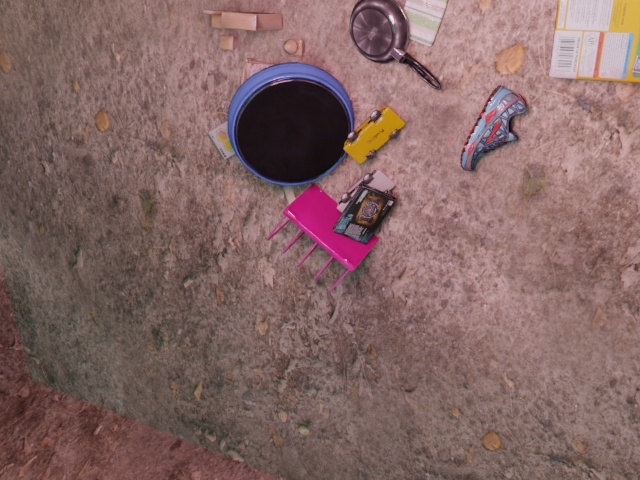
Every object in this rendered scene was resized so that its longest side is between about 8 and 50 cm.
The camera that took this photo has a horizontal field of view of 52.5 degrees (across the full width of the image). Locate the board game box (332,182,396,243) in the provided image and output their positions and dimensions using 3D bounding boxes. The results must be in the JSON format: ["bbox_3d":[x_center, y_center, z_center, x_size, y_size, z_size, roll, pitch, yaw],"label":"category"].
[{"bbox_3d":[0.137,-0.083,2.055,0.126,0.026,0.186,22,119,-20],"label":"board game box"}]

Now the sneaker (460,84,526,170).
[{"bbox_3d":[0.481,-0.291,1.806,0.125,0.104,0.261,29,126,9],"label":"sneaker"}]

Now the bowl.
[{"bbox_3d":[-0.087,-0.341,1.972,0.391,0.077,0.391,-4,126,-6],"label":"bowl"}]

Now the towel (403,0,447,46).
[{"bbox_3d":[0.282,-0.624,1.780,0.113,0.023,0.152,25,123,11],"label":"towel"}]

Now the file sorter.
[{"bbox_3d":[0.000,0.000,2.165,0.291,0.202,0.182,41,131,2],"label":"file sorter"}]

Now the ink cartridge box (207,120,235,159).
[{"bbox_3d":[-0.309,-0.351,2.218,0.209,0.062,0.109,-21,106,35],"label":"ink cartridge box"}]

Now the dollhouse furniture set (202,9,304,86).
[{"bbox_3d":[-0.223,-0.509,1.979,0.303,0.174,0.355,13,112,23],"label":"dollhouse furniture set"}]

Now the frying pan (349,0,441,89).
[{"bbox_3d":[0.189,-0.538,1.844,0.197,0.053,0.326,-16,106,46],"label":"frying pan"}]

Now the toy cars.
[{"bbox_3d":[0.148,-0.243,2.017,0.177,0.087,0.393,1,124,-7],"label":"toy cars"}]

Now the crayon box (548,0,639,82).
[{"bbox_3d":[0.736,-0.492,1.569,0.323,0.083,0.203,11,121,24],"label":"crayon box"}]
